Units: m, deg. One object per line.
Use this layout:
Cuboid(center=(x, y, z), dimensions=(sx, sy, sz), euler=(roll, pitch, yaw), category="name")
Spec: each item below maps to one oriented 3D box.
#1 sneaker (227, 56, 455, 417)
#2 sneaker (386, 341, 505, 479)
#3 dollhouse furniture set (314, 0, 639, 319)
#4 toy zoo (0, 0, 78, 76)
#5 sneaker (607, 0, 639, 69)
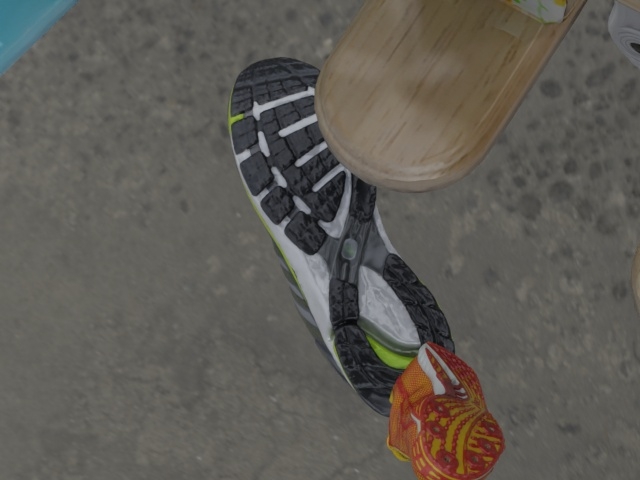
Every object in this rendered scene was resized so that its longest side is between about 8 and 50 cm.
Cuboid(center=(0.000, 0.000, 1.022), dimensions=(0.111, 0.121, 0.300), euler=(-20, 87, -17), category="sneaker")
Cuboid(center=(0.074, 0.124, 0.814), dimensions=(0.064, 0.175, 0.067), euler=(31, 103, -3), category="sneaker")
Cuboid(center=(0.130, -0.013, 0.254), dimensions=(0.394, 0.362, 0.256), euler=(31, 78, 13), category="dollhouse furniture set")
Cuboid(center=(-0.120, -0.083, 0.362), dimensions=(0.030, 0.192, 0.293), euler=(39, 70, 4), category="toy zoo")
Cuboid(center=(0.228, -0.182, 0.777), dimensions=(0.079, 0.217, 0.121), euler=(27, 83, 29), category="sneaker")
